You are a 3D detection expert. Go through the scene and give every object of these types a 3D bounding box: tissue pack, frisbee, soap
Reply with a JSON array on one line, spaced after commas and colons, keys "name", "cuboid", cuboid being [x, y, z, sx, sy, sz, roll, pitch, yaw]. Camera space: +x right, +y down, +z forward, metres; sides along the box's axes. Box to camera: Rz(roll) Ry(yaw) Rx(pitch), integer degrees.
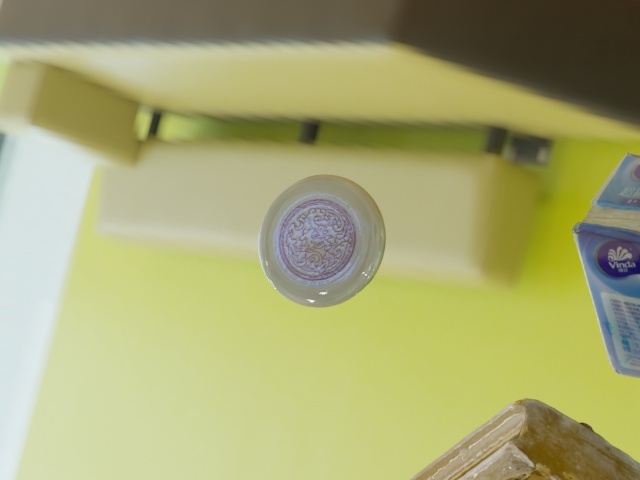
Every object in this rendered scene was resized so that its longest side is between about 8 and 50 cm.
[{"name": "tissue pack", "cuboid": [0.398, 0.039, 1.834, 0.263, 0.146, 0.198, 9, 136, 35]}, {"name": "frisbee", "cuboid": [0.000, 0.000, 1.584, 0.110, 0.110, 0.014, 12, 176, 21]}, {"name": "soap", "cuboid": [0.167, 0.271, 1.838, 0.173, 0.089, 0.274, 33, 134, -16]}]
